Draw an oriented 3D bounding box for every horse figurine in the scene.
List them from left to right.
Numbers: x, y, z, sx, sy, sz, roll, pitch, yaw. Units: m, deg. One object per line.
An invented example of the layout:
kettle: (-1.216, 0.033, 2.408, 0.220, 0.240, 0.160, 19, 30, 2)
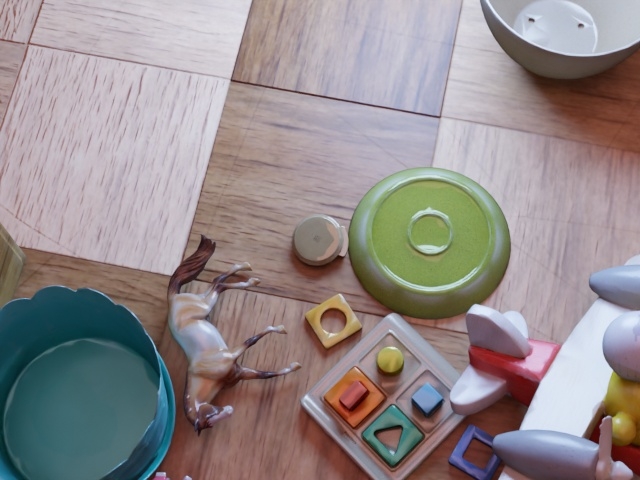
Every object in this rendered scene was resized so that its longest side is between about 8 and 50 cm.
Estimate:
horse figurine: (-0.147, 0.127, 1.607, 0.174, 0.066, 0.263, -25, 71, -8)

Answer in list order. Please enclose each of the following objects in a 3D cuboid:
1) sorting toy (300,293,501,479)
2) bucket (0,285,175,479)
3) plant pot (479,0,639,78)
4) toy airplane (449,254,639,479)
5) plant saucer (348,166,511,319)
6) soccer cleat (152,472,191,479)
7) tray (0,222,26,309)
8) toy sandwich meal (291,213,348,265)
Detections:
sorting toy: (0.097, 0.217, 1.578, 0.196, 0.047, 0.348, -42, 74, -13)
bucket: (-0.329, 0.217, 1.516, 0.281, 0.183, 0.281, 0, 70, 1)
plant pot: (0.368, -0.353, 1.710, 0.284, 0.191, 0.284, -1, 69, 2)
toy airplane: (0.359, 0.174, 1.466, 0.384, 0.272, 0.386, -6, 51, -12)
plant saucer: (0.160, -0.004, 1.666, 0.241, 0.037, 0.241, 0, 70, 1)
soccer cleat: (-0.121, 0.373, 1.507, 0.248, 0.083, 0.095, 9, 70, 8)
tray: (-0.510, 0.170, 1.526, 0.076, 0.203, 0.411, 11, 70, 5)
toy sandwich meal: (0.000, 0.000, 1.674, 0.085, 0.029, 0.085, -2, 76, 10)
